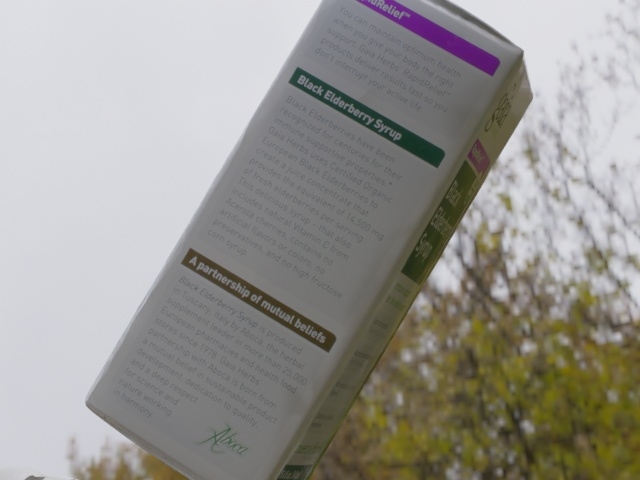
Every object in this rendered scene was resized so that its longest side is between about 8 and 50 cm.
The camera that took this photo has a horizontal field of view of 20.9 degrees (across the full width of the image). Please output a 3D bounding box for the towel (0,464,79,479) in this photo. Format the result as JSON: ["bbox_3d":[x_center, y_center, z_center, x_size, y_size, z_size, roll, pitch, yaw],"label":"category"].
[{"bbox_3d":[-0.032,0.093,0.247,0.282,0.187,0.049,9,-77,33],"label":"towel"}]

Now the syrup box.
[{"bbox_3d":[0.000,0.000,0.797,0.096,0.093,0.237,31,-91,11],"label":"syrup box"}]
